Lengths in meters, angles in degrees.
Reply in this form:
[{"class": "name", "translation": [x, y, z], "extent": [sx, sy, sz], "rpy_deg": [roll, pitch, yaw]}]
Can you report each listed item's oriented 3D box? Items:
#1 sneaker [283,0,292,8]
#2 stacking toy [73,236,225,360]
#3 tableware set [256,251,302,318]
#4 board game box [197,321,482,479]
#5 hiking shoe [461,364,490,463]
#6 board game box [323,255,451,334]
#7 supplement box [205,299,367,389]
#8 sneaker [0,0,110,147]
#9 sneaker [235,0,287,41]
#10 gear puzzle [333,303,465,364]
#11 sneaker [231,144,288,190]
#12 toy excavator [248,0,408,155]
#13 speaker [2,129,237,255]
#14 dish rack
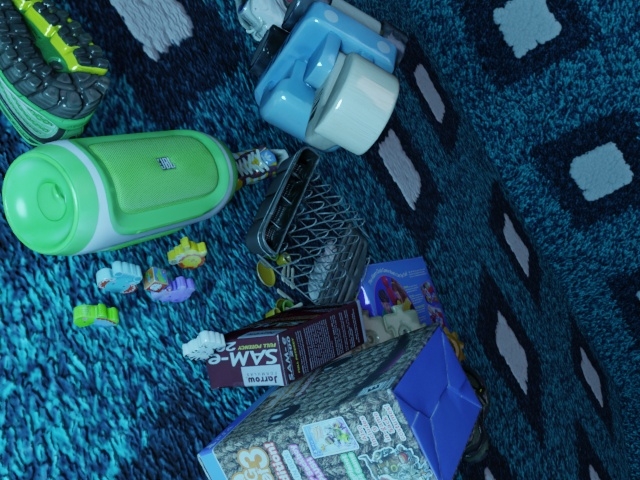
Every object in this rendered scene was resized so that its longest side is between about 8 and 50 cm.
[{"class": "sneaker", "translation": [-0.049, -0.544, 1.688], "extent": [0.313, 0.116, 0.136], "rpy_deg": [54, 38, -7]}, {"class": "stacking toy", "translation": [-0.223, 0.055, 0.918], "extent": [0.221, 0.052, 0.166], "rpy_deg": [22, 40, -44]}, {"class": "tableware set", "translation": [-0.068, 0.076, 1.208], "extent": [0.104, 0.024, 0.154], "rpy_deg": [43, 35, -37]}, {"class": "board game box", "translation": [0.034, 0.251, 0.951], "extent": [0.141, 0.291, 0.232], "rpy_deg": [63, 26, -2]}, {"class": "hiking shoe", "translation": [0.319, 0.366, 1.597], "extent": [0.114, 0.086, 0.226], "rpy_deg": [45, 34, -41]}, {"class": "board game box", "translation": [0.156, 0.161, 1.481], "extent": [0.347, 0.078, 0.233], "rpy_deg": [-3, 71, -61]}, {"class": "supplement box", "translation": [-0.044, 0.148, 1.052], "extent": [0.239, 0.130, 0.073], "rpy_deg": [-15, 94, -60]}, {"class": "sneaker", "translation": [-0.379, -0.245, 0.821], "extent": [0.134, 0.146, 0.343], "rpy_deg": [-24, 75, -43]}, {"class": "sneaker", "translation": [-0.109, -0.452, 1.512], "extent": [0.297, 0.111, 0.129], "rpy_deg": [57, 44, -9]}, {"class": "gear puzzle", "translation": [0.123, 0.206, 1.281], "extent": [0.339, 0.044, 0.175], "rpy_deg": [-6, 76, -33]}, {"class": "sneaker", "translation": [-0.122, -0.126, 1.210], "extent": [0.069, 0.084, 0.185], "rpy_deg": [63, 27, -4]}, {"class": "toy excavator", "translation": [0.014, -0.253, 1.239], "extent": [0.223, 0.433, 0.444], "rpy_deg": [26, 55, -18]}, {"class": "speaker", "translation": [-0.223, -0.065, 0.868], "extent": [0.297, 0.131, 0.131], "rpy_deg": [-24, 89, -61]}, {"class": "dish rack", "translation": [0.000, 0.000, 1.229], "extent": [0.271, 0.074, 0.208], "rpy_deg": [44, 55, -32]}]
